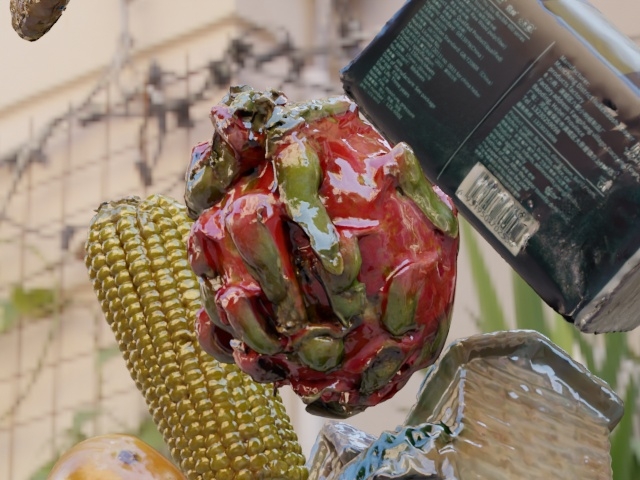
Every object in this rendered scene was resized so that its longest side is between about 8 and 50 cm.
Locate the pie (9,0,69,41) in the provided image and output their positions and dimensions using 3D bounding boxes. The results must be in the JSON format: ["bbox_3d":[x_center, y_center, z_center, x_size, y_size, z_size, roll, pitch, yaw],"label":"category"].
[{"bbox_3d":[-0.272,-0.329,1.836,0.069,0.273,0.273,18,-28,-8],"label":"pie"}]

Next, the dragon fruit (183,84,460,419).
[{"bbox_3d":[-0.007,0.007,1.484,0.231,0.237,0.303,12,-49,42],"label":"dragon fruit"}]

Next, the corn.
[{"bbox_3d":[-0.128,0.116,1.761,0.144,0.387,0.144,-24,-24,-11],"label":"corn"}]

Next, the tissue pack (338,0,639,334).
[{"bbox_3d":[0.260,-0.123,1.931,0.264,0.416,0.253,-51,-21,18],"label":"tissue pack"}]

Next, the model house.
[{"bbox_3d":[0.145,0.329,2.159,0.395,0.400,0.445,23,-53,-6],"label":"model house"}]

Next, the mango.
[{"bbox_3d":[-0.149,0.264,1.388,0.141,0.102,0.217,-15,-70,7],"label":"mango"}]
